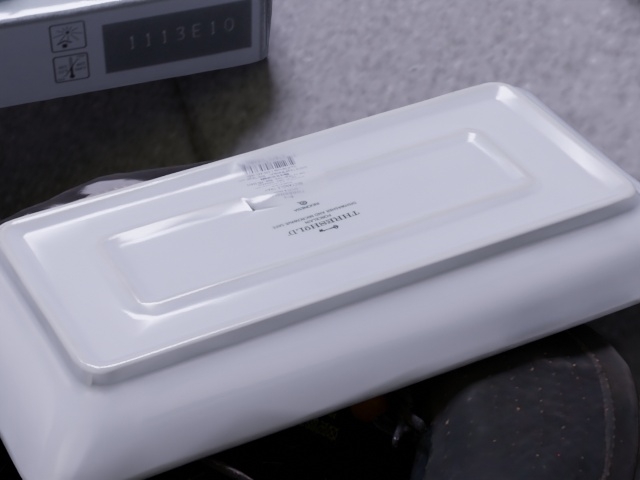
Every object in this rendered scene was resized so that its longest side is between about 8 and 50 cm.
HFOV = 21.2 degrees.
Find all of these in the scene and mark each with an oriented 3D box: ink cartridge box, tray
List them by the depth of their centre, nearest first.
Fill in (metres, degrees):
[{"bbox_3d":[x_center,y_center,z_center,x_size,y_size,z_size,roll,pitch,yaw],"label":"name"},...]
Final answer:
[{"bbox_3d":[0.000,0.000,0.620,0.270,0.030,0.145,-17,38,-22],"label":"tray"},{"bbox_3d":[-0.186,-0.161,0.830,0.275,0.060,0.239,-12,52,-13],"label":"ink cartridge box"}]

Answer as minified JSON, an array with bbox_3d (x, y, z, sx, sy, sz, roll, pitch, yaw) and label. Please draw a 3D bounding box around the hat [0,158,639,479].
[{"bbox_3d":[-0.054,0.110,0.605,0.331,0.134,0.331,0,37,0],"label":"hat"}]
